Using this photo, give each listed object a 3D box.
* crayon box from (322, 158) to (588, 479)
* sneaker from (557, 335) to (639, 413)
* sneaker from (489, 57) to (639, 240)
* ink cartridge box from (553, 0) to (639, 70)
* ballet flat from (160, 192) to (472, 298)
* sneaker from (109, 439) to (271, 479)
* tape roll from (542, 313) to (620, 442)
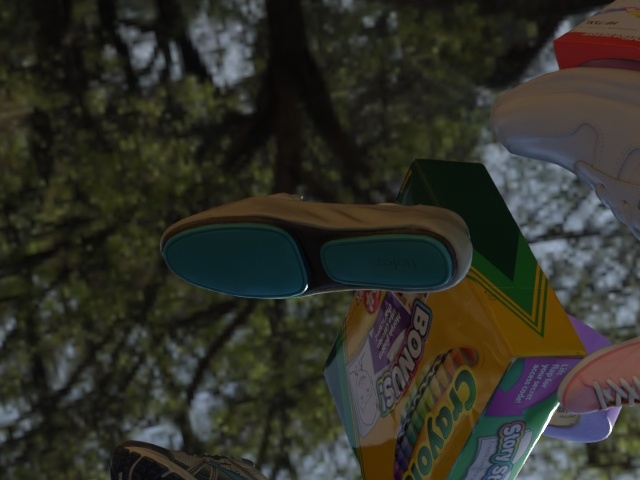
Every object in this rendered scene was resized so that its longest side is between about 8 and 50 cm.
[{"bbox_3d":[0.138,0.144,1.699,0.106,0.363,0.313,2,-138,-23],"label":"crayon box"},{"bbox_3d":[0.273,0.122,1.261,0.134,0.051,0.070,-25,-147,1],"label":"sneaker"},{"bbox_3d":[0.223,-0.020,0.878,0.305,0.152,0.114,19,-179,36],"label":"sneaker"},{"bbox_3d":[0.363,-0.218,1.657,0.231,0.078,0.134,-34,-152,-28],"label":"ink cartridge box"},{"bbox_3d":[0.000,0.000,1.147,0.248,0.086,0.086,3,-163,17],"label":"ballet flat"},{"bbox_3d":[-0.146,0.336,1.956,0.283,0.110,0.122,28,-148,-7],"label":"sneaker"},{"bbox_3d":[0.298,0.180,2.081,0.274,0.275,0.090,4,-121,46],"label":"tape roll"}]
